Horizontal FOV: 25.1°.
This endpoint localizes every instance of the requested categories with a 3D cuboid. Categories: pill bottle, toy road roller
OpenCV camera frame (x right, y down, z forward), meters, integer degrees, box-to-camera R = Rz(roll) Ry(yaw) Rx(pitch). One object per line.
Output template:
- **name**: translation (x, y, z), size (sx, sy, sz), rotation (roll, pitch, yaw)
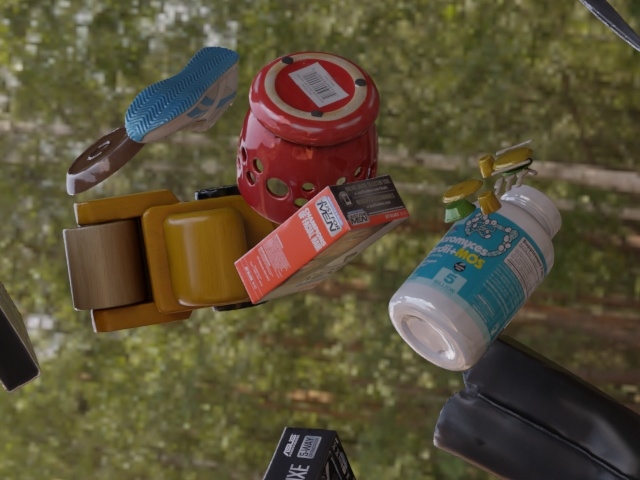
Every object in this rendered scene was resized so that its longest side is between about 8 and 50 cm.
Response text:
- **pill bottle**: translation (0.223, 0.042, 1.979), size (0.264, 0.146, 0.146), rotation (-48, -32, -25)
- **toy road roller**: translation (-0.217, 0.023, 2.174), size (0.240, 0.329, 0.202), rotation (-165, 66, -81)

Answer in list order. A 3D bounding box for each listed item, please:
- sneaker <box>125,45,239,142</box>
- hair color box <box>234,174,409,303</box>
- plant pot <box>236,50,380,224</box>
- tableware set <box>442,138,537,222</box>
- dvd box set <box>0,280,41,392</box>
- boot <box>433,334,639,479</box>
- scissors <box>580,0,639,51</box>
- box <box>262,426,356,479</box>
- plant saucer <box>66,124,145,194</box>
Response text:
- **sneaker**: translation (-0.193, -0.193, 2.087), size (0.228, 0.087, 0.092), rotation (-41, -35, -40)
- **hair color box**: translation (0.000, 0.000, 1.456), size (0.093, 0.167, 0.053), rotation (-13, -109, -45)
- **plant pot**: translation (-0.016, -0.138, 1.883), size (0.174, 0.191, 0.191), rotation (94, -169, -48)
- **tableware set**: translation (0.184, -0.061, 1.564), size (0.024, 0.104, 0.154), rotation (64, -159, -16)
- **dvd box set**: translation (-0.543, 0.046, 2.195), size (0.307, 0.062, 0.420), rotation (61, 170, -16)
- **boot**: translation (0.357, 0.394, 2.170), size (0.367, 0.445, 0.146), rotation (-58, -20, -4)
- **scissors**: translation (0.285, -0.285, 1.636), size (0.297, 0.109, 0.021), rotation (-97, -5, -46)
- **box**: translation (-0.006, 0.426, 1.806), size (0.242, 0.076, 0.307), rotation (-65, -35, -41)
- **plant saucer**: translation (-0.349, -0.137, 2.325), size (0.029, 0.168, 0.168), rotation (52, -147, -20)
